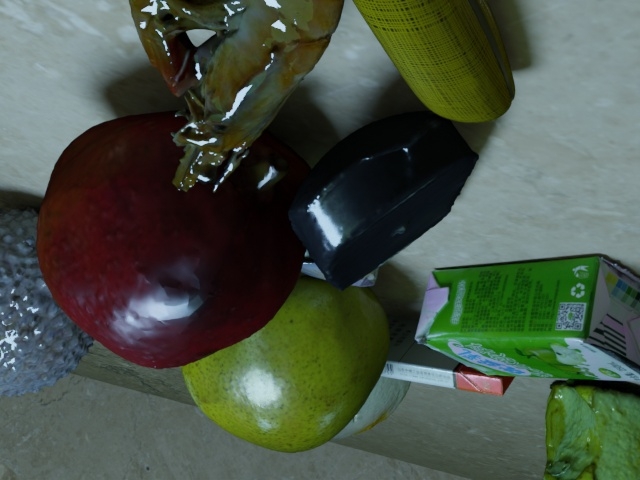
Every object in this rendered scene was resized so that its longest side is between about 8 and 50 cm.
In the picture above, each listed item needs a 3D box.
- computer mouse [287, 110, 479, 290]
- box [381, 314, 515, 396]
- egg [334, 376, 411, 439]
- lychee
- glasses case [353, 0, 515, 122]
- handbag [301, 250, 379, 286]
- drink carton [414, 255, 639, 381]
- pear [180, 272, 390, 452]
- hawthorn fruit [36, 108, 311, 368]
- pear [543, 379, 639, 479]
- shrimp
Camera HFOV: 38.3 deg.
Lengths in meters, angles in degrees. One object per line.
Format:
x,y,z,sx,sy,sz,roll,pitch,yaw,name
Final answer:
0.051,-0.041,0.859,0.087,0.168,0.295,53,174,13,computer mouse
0.177,0.167,1.371,0.245,0.139,0.035,5,115,31,box
-0.012,0.231,1.588,0.337,0.201,0.337,15,157,6,egg
-0.464,0.096,1.406,0.300,0.300,0.300,14,161,5,lychee
0.077,-0.153,0.642,0.079,0.064,0.234,11,162,32,glasses case
0.000,0.000,1.088,0.117,0.095,0.173,8,163,19,handbag
0.267,0.102,1.135,0.161,0.108,0.271,29,157,-34,drink carton
-0.046,0.151,1.268,0.294,0.294,0.294,14,161,5,pear
-0.126,-0.015,0.916,0.265,0.265,0.307,29,141,-34,hawthorn fruit
0.449,0.372,1.538,0.164,0.255,0.238,16,166,-4,pear
-0.086,-0.139,0.686,0.152,0.063,0.287,23,135,-15,shrimp
